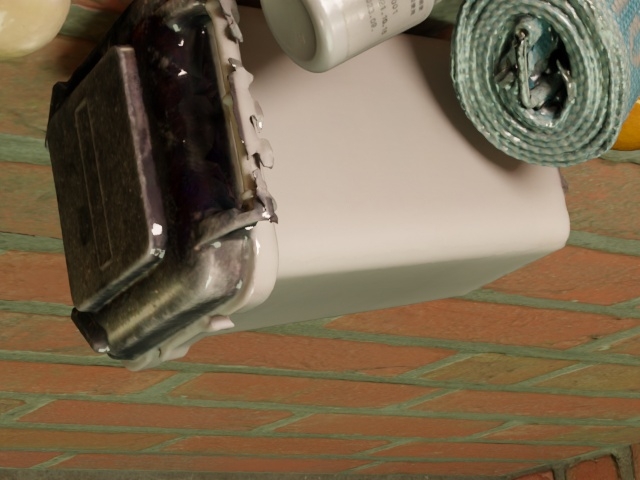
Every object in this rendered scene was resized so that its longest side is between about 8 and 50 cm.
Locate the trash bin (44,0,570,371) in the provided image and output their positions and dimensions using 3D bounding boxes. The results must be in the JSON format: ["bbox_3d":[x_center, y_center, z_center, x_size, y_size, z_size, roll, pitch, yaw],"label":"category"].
[{"bbox_3d":[0.004,-0.054,1.043,0.368,0.255,0.296,-2,161,-31],"label":"trash bin"}]

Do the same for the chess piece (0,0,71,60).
[{"bbox_3d":[-0.264,-0.172,0.789,0.143,0.142,0.261,-21,164,39],"label":"chess piece"}]

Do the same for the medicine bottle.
[{"bbox_3d":[0.032,-0.169,0.871,0.130,0.080,0.080,-31,171,-22],"label":"medicine bottle"}]

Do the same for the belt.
[{"bbox_3d":[0.161,-0.133,0.964,0.148,0.082,0.163,-13,120,41],"label":"belt"}]

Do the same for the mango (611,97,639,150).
[{"bbox_3d":[0.281,-0.147,1.039,0.219,0.112,0.145,-30,147,32],"label":"mango"}]
